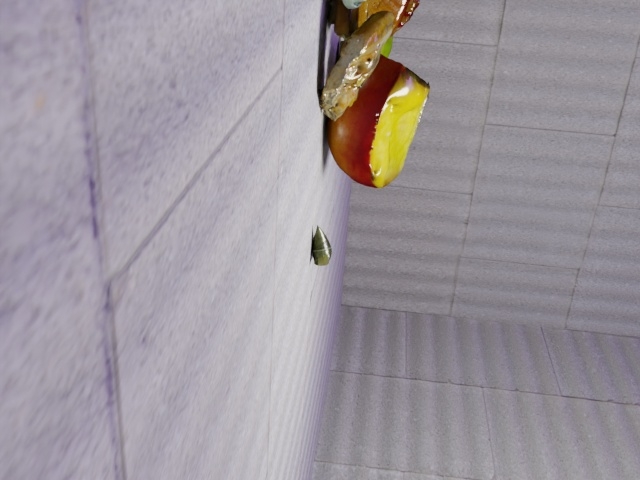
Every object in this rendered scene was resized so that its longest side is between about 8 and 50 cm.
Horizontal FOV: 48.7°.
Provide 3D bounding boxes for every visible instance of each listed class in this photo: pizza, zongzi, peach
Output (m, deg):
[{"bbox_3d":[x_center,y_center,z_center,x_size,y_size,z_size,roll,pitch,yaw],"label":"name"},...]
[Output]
[{"bbox_3d":[0.070,-0.588,1.663,0.223,0.089,0.323,62,36,-71],"label":"pizza"},{"bbox_3d":[0.000,0.000,1.870,0.104,0.052,0.113,-96,177,-73],"label":"zongzi"},{"bbox_3d":[0.070,-0.377,1.612,0.297,0.071,0.189,-56,177,39],"label":"pizza"},{"bbox_3d":[0.135,-0.342,1.896,0.306,0.242,0.380,-36,153,-47],"label":"peach"}]

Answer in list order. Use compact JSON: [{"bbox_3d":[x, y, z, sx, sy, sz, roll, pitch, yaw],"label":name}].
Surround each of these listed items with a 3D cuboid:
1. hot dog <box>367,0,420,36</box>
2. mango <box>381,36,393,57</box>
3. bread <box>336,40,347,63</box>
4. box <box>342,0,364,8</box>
[{"bbox_3d":[0.179,-0.753,1.994,0.185,0.223,0.405,-83,177,-51],"label":"hot dog"},{"bbox_3d":[0.155,-0.635,2.322,0.273,0.149,0.185,-68,171,-55],"label":"mango"},{"bbox_3d":[0.077,-0.496,2.026,0.117,0.064,0.156,85,11,-62],"label":"bread"},{"bbox_3d":[0.128,-0.649,1.445,0.175,0.182,0.312,21,74,-65],"label":"box"}]
